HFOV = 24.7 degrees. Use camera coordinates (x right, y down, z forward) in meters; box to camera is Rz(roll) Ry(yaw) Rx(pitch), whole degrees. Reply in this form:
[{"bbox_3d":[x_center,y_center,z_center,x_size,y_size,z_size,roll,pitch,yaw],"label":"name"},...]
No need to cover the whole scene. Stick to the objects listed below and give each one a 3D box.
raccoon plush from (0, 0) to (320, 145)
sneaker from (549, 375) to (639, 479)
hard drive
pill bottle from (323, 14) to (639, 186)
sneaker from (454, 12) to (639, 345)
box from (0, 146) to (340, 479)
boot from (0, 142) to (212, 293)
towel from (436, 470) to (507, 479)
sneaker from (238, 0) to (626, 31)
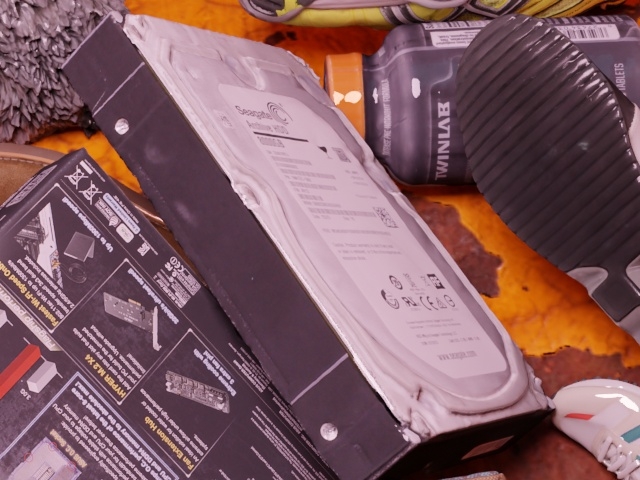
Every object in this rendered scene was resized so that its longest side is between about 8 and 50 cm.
[{"bbox_3d":[-0.225,-0.236,1.135,0.447,0.299,0.216,-3,51,-4],"label":"raccoon plush"},{"bbox_3d":[0.224,0.151,0.984,0.161,0.057,0.075,23,49,13],"label":"sneaker"},{"bbox_3d":[0.000,0.000,0.966,0.339,0.064,0.237,54,23,20],"label":"hard drive"},{"bbox_3d":[0.125,-0.108,1.146,0.246,0.130,0.130,-3,51,-2],"label":"pill bottle"},{"bbox_3d":[0.223,-0.021,1.056,0.330,0.122,0.146,55,25,10],"label":"sneaker"},{"bbox_3d":[-0.128,0.139,0.865,0.307,0.076,0.242,49,58,-15],"label":"box"},{"bbox_3d":[-0.171,0.018,1.062,0.305,0.112,0.115,20,64,12],"label":"boot"},{"bbox_3d":[-0.059,0.283,0.770,0.370,0.040,0.271,-11,96,-5],"label":"towel"},{"bbox_3d":[0.119,-0.220,1.225,0.385,0.147,0.145,-9,54,-9],"label":"sneaker"}]
